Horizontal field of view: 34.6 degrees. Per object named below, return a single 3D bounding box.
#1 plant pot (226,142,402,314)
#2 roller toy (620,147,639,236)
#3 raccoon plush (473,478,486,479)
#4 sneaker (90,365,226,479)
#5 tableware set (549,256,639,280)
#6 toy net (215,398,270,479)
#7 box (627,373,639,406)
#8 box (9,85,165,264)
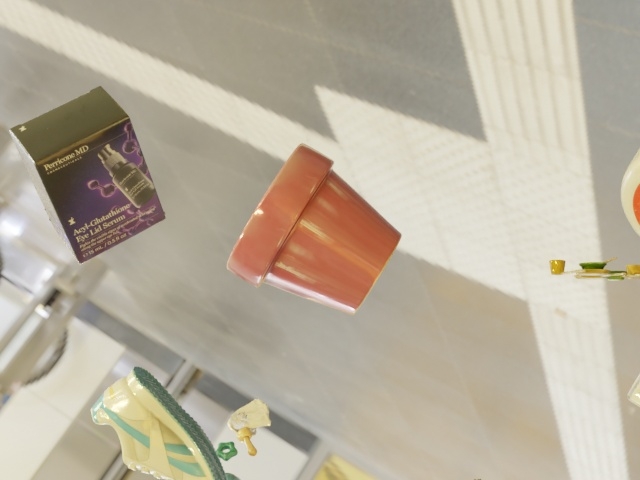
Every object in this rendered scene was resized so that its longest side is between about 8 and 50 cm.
[{"bbox_3d":[0.000,0.000,1.372,0.180,0.201,0.201,32,161,1],"label":"plant pot"},{"bbox_3d":[0.491,-0.066,1.301,0.209,0.146,0.191,33,145,11],"label":"roller toy"},{"bbox_3d":[0.029,0.433,1.266,0.446,0.216,0.299,4,125,-10],"label":"raccoon plush"},{"bbox_3d":[-0.207,0.277,1.369,0.228,0.092,0.087,52,-177,-12],"label":"sneaker"},{"bbox_3d":[0.389,0.040,1.440,0.154,0.024,0.104,4,172,-27],"label":"tableware set"},{"bbox_3d":[-0.169,0.387,1.904,0.122,0.232,0.045,9,130,18],"label":"toy net"},{"bbox_3d":[0.623,0.204,1.505,0.262,0.231,0.127,32,-179,16],"label":"box"},{"bbox_3d":[-0.340,-0.096,1.515,0.108,0.153,0.207,44,157,41],"label":"box"}]
